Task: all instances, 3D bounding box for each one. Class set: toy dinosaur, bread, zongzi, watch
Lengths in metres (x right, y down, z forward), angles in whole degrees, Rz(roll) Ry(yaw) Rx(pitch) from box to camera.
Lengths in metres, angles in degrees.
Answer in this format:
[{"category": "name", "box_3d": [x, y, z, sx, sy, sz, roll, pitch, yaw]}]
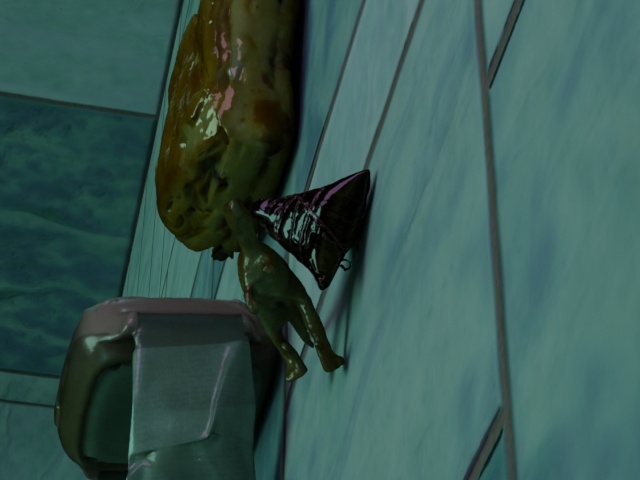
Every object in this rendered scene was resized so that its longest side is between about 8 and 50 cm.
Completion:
[{"category": "toy dinosaur", "box_3d": [-0.031, 0.026, 1.191, 0.126, 0.039, 0.162, 64, 179, -7]}, {"category": "bread", "box_3d": [-0.082, -0.111, 1.619, 0.235, 0.099, 0.210, 113, 163, -58]}, {"category": "zongzi", "box_3d": [0.000, 0.000, 1.155, 0.083, 0.067, 0.073, -29, 45, 58]}, {"category": "watch", "box_3d": [-0.114, 0.196, 1.423, 0.253, 0.161, 0.241, 107, 160, -50]}]
